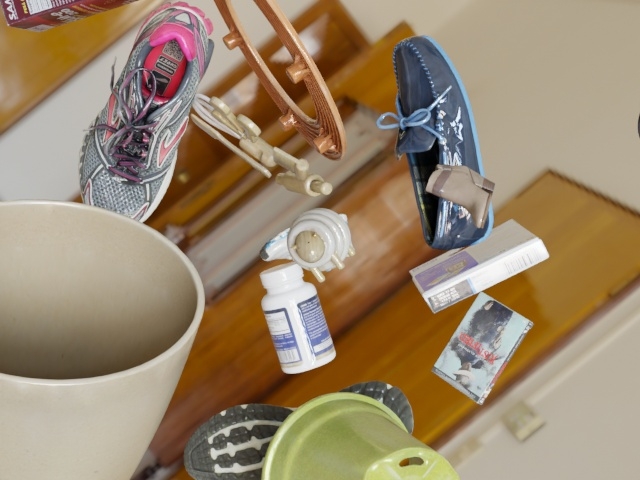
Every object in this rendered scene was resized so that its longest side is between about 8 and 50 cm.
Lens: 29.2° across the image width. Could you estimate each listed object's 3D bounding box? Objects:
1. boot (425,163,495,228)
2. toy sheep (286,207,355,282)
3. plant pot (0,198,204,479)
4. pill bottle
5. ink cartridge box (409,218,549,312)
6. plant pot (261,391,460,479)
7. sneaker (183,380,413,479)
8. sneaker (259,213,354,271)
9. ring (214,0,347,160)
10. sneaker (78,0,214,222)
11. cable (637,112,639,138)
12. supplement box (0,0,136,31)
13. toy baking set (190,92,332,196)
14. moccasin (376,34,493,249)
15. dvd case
[{"bbox_3d":[0.182,-0.060,1.617,0.087,0.042,0.118,16,32,6],"label":"boot"},{"bbox_3d":[0.000,0.000,1.606,0.091,0.091,0.132,51,18,-3],"label":"toy sheep"},{"bbox_3d":[-0.248,0.145,1.092,0.256,0.256,0.274,51,-41,44],"label":"plant pot"},{"bbox_3d":[-0.042,0.124,2.012,0.094,0.094,0.169,-127,-160,-83],"label":"pill bottle"},{"bbox_3d":[0.254,0.040,2.017,0.045,0.206,0.208,63,2,-10],"label":"ink cartridge box"},{"bbox_3d":[0.082,0.384,1.887,0.276,0.276,0.254,51,-18,-16],"label":"plant pot"},{"bbox_3d":[-0.036,0.381,2.199,0.182,0.410,0.158,85,-5,-58],"label":"sneaker"},{"bbox_3d":[-0.013,0.014,1.987,0.071,0.191,0.083,-35,-104,48],"label":"sneaker"},{"bbox_3d":[-0.072,-0.240,1.573,0.336,0.032,0.336,54,-9,13],"label":"ring"},{"bbox_3d":[-0.222,-0.143,1.482,0.121,0.299,0.112,19,19,-7],"label":"sneaker"},{"bbox_3d":[0.447,-0.129,1.419,0.047,0.151,0.184,-74,147,-59],"label":"cable"},{"bbox_3d":[-0.339,-0.378,1.810,0.130,0.239,0.073,-36,110,-80],"label":"supplement box"},{"bbox_3d":[-0.085,-0.130,1.641,0.197,0.030,0.256,42,-10,-19],"label":"toy baking set"},{"bbox_3d":[0.174,-0.152,1.912,0.138,0.117,0.342,-27,-99,65],"label":"moccasin"},{"bbox_3d":[0.199,0.132,1.522,0.087,0.119,0.013,34,3,44],"label":"dvd case"}]
